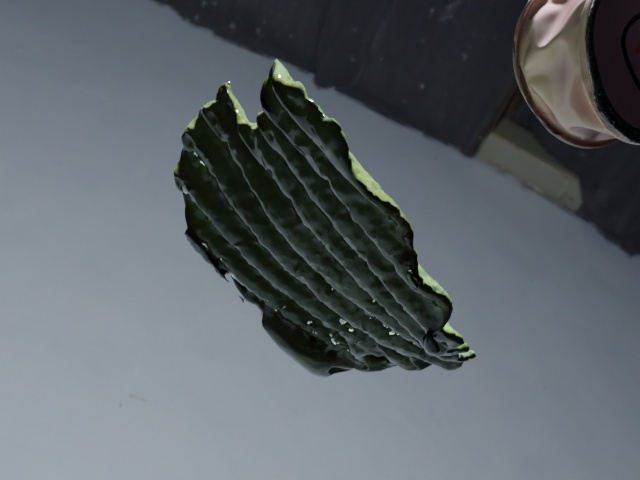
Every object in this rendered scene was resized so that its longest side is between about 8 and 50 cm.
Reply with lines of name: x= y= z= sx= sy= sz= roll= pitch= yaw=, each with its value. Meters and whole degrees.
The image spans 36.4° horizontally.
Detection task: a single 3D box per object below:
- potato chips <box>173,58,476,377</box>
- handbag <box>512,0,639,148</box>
potato chips: x=0.003 y=0.007 z=1.022 sx=0.097 sy=0.373 sz=0.389 roll=-42 pitch=106 yaw=-27
handbag: x=0.299 y=-0.185 z=0.963 sx=0.205 sy=0.179 sz=0.116 roll=54 pitch=-9 yaw=-24
